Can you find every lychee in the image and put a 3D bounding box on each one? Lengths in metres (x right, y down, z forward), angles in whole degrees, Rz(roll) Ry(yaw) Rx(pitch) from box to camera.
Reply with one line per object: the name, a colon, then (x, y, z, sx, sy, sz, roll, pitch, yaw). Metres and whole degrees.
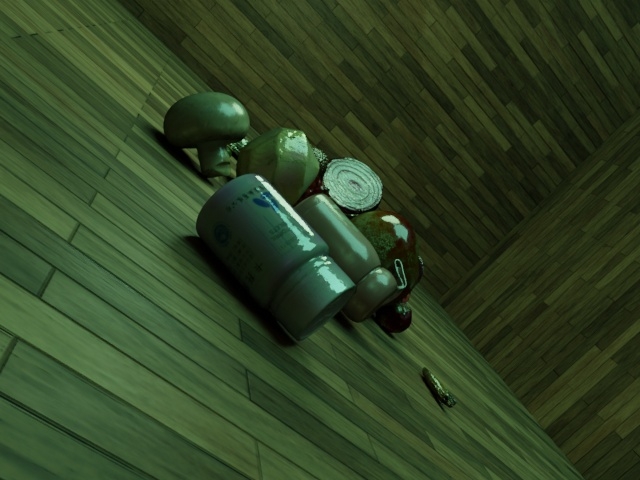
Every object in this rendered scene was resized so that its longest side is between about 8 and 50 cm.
lychee: (-0.071, -0.267, 2.082, 0.194, 0.194, 0.194, 44, 8, -7)

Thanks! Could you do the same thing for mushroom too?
mushroom: (-0.259, -0.242, 1.331, 0.204, 0.204, 0.204, 44, 8, -7)

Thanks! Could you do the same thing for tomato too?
tomato: (0.144, 0.048, 1.588, 0.270, 0.222, 0.271, 172, -90, -74)

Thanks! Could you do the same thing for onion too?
onion: (0.068, -0.161, 2.258, 0.282, 0.260, 0.336, 47, 47, 2)
onion: (0.209, 0.219, 1.634, 0.107, 0.097, 0.107, 8, 30, -5)

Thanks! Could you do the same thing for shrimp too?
shrimp: (0.318, 0.398, 1.470, 0.124, 0.034, 0.178, 49, 1, -24)

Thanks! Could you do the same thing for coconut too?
coconut: (-0.110, -0.199, 1.577, 0.237, 0.236, 0.198, 35, 35, -51)

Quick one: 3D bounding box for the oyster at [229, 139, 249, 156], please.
oyster: (-0.285, -0.321, 1.979, 0.252, 0.087, 0.199, 34, 4, 3)

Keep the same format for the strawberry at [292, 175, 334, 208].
strawberry: (-0.077, -0.144, 1.879, 0.336, 0.149, 0.265, 53, -15, -23)

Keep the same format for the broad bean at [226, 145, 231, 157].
broad bean: (-0.283, -0.243, 1.574, 0.048, 0.070, 0.213, 62, -2, -2)

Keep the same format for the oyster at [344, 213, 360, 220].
oyster: (0.047, -0.022, 1.736, 0.275, 0.270, 0.101, 99, -25, -62)

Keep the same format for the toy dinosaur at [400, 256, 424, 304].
toy dinosaur: (0.241, 0.062, 1.736, 0.070, 0.138, 0.286, 26, 45, -43)

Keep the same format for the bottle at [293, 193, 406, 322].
bottle: (0.054, 0.039, 1.332, 0.297, 0.206, 0.173, 47, -36, 15)

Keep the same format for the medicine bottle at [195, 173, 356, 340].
medicine bottle: (-0.071, 0.026, 0.918, 0.254, 0.152, 0.152, 47, 8, 17)

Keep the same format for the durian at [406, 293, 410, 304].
durian: (0.220, 0.179, 1.819, 0.108, 0.187, 0.119, 21, -35, -1)
